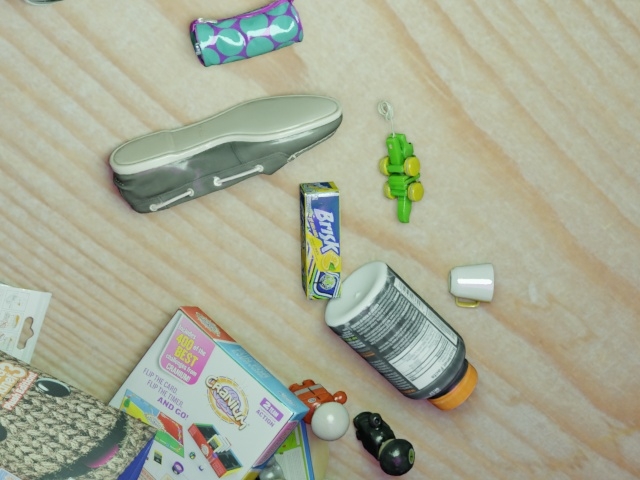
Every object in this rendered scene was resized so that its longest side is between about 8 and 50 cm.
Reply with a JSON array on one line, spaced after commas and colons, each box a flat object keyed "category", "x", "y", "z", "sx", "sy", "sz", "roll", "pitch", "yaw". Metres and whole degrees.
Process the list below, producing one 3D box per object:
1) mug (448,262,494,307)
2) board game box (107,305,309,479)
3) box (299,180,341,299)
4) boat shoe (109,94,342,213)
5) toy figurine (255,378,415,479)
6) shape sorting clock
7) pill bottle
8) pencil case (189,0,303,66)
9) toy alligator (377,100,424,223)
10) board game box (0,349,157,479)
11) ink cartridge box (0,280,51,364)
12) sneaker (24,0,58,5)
[{"category": "mug", "x": 0.232, "y": 0.073, "z": 1.542, "sx": 0.064, "sy": 0.062, "sz": 0.078, "roll": 2, "pitch": 101, "yaw": -2}, {"category": "board game box", "x": -0.204, "y": 0.294, "z": 1.474, "sx": 0.242, "sy": 0.064, "sz": 0.316, "roll": 41, "pitch": 100, "yaw": 16}, {"category": "box", "x": 0.000, "y": 0.000, "z": 1.477, "sx": 0.054, "sy": 0.059, "sz": 0.169, "roll": -5, "pitch": 109, "yaw": -9}, {"category": "boat shoe", "x": -0.127, "y": -0.122, "z": 1.400, "sx": 0.335, "sy": 0.112, "sz": 0.095, "roll": -14, "pitch": 128, "yaw": 1}, {"category": "toy figurine", "x": 0.013, "y": 0.342, "z": 1.521, "sx": 0.213, "sy": 0.148, "sz": 0.209, "roll": 34, "pitch": 89, "yaw": -27}, {"category": "shape sorting clock", "x": -0.086, "y": 0.352, "z": 1.589, "sx": 0.206, "sy": 0.040, "sz": 0.206, "roll": -6, "pitch": 107, "yaw": -20}, {"category": "pill bottle", "x": 0.132, "y": 0.155, "z": 1.514, "sx": 0.130, "sy": 0.130, "sz": 0.246, "roll": -44, "pitch": 110, "yaw": 6}, {"category": "pencil case", "x": -0.102, "y": -0.287, "z": 1.362, "sx": 0.152, "sy": 0.064, "sz": 0.070, "roll": -16, "pitch": 126, "yaw": -5}, {"category": "toy alligator", "x": 0.122, "y": -0.120, "z": 1.466, "sx": 0.051, "sy": 0.056, "sz": 0.189, "roll": -29, "pitch": 116, "yaw": -44}, {"category": "board game box", "x": -0.409, "y": 0.295, "z": 1.343, "sx": 0.291, "sy": 0.232, "sz": 0.141, "roll": 25, "pitch": 108, "yaw": 4}, {"category": "ink cartridge box", "x": -0.504, "y": 0.117, "z": 1.453, "sx": 0.179, "sy": 0.045, "sz": 0.145, "roll": 12, "pitch": 106, "yaw": -32}, {"category": "sneaker", "x": -0.288, "y": -0.352, "z": 1.273, "sx": 0.229, "sy": 0.132, "sz": 0.086, "roll": -23, "pitch": 110, "yaw": -1}]
